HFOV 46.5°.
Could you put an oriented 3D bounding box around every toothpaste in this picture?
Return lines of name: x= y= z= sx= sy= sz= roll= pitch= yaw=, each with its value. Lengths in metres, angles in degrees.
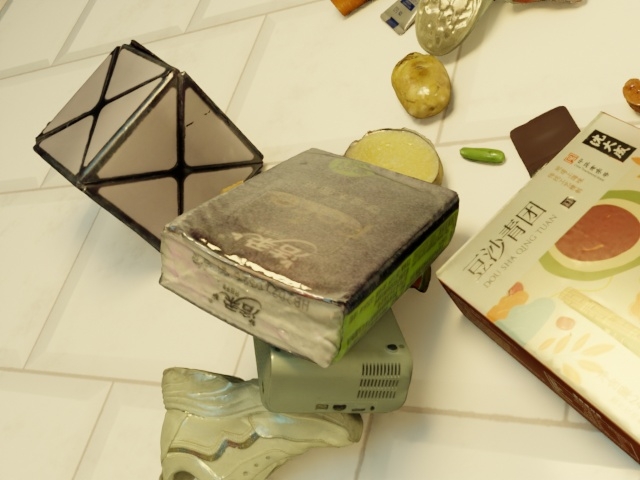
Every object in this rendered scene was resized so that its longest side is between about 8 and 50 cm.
toothpaste: x=0.246 y=-0.552 z=1.594 sx=0.266 sy=0.061 sz=0.096 roll=-43 pitch=46 yaw=9

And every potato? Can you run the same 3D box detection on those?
potato: x=0.191 y=-0.299 z=1.416 sx=0.107 sy=0.080 sz=0.171 roll=-34 pitch=45 yaw=25
potato: x=0.130 y=-0.111 z=1.317 sx=0.164 sy=0.081 sz=0.200 roll=-38 pitch=47 yaw=-8

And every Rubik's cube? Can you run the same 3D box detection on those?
Rubik's cube: x=-0.349 y=-0.186 z=1.546 sx=0.310 sy=0.305 sz=0.307 roll=-51 pitch=43 yaw=-5

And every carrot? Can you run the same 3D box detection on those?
carrot: x=0.110 y=-0.587 z=1.685 sx=0.193 sy=0.087 sz=0.087 roll=-38 pitch=45 yaw=6

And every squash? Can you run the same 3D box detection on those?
squash: x=0.276 y=-0.148 z=1.283 sx=0.089 sy=0.027 sz=0.027 roll=11 pitch=65 yaw=41

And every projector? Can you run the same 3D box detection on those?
projector: x=0.008 y=0.137 z=1.088 sx=0.198 sy=0.108 sz=0.250 roll=3 pitch=27 yaw=-12

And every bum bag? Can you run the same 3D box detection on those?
bum bag: x=0.378 y=-0.153 z=1.216 sx=0.109 sy=0.026 sz=0.159 roll=-27 pitch=46 yaw=15

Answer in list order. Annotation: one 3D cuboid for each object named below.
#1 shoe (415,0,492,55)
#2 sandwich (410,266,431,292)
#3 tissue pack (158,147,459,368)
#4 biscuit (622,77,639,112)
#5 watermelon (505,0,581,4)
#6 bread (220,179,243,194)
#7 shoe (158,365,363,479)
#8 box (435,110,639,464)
shoe: x=0.302 y=-0.505 z=1.466 sx=0.124 sy=0.159 sz=0.316 roll=36 pitch=106 yaw=13
sandwich: x=0.142 y=0.039 z=1.228 sx=0.067 sy=0.029 sz=0.135 roll=-45 pitch=46 yaw=3
tissue pack: x=0.000 y=0.000 z=1.085 sx=0.288 sy=0.124 sz=0.394 roll=21 pitch=33 yaw=24
biscuit: x=0.601 y=-0.231 z=1.115 sx=0.280 sy=0.043 sz=0.183 roll=2 pitch=63 yaw=30
watermelon: x=0.439 y=-0.481 z=1.399 sx=0.187 sy=0.071 sz=0.139 roll=-35 pitch=58 yaw=11
bread: x=-0.153 y=-0.026 z=1.436 sx=0.134 sy=0.085 sz=0.173 roll=-9 pitch=53 yaw=28
shoe: x=-0.102 y=0.314 z=1.129 sx=0.341 sy=0.132 sz=0.211 roll=2 pitch=76 yaw=24
box: x=0.407 y=0.052 z=0.974 sx=0.344 sy=0.122 sz=0.385 roll=-45 pitch=45 yaw=-2
